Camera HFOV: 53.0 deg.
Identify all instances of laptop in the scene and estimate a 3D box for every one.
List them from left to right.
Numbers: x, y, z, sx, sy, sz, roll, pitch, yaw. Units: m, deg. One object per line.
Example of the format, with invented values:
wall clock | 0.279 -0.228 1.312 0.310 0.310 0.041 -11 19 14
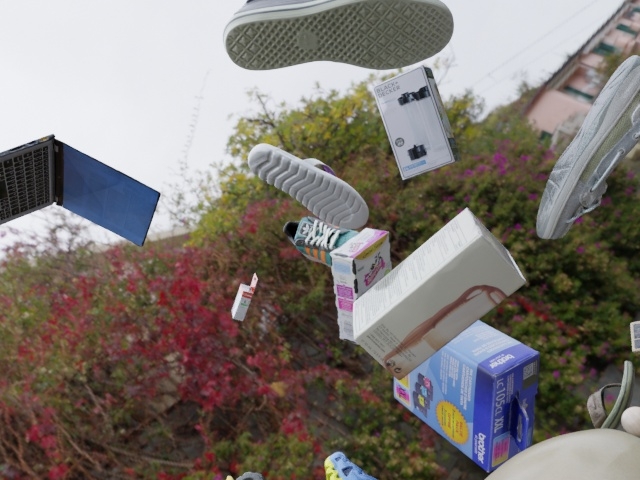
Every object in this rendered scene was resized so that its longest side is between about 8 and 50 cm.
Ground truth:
laptop | -0.655 -0.061 1.576 0.408 0.236 0.382 -28 -8 -29

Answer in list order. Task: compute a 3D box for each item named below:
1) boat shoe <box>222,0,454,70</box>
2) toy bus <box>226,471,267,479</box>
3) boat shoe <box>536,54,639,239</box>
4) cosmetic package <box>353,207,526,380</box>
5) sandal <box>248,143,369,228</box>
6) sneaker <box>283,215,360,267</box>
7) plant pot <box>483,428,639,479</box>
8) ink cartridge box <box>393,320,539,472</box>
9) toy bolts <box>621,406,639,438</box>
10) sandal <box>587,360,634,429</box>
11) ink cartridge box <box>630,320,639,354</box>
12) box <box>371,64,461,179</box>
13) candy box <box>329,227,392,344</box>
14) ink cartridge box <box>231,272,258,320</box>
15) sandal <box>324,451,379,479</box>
boat shoe | 0.038 -0.476 1.409 0.186 0.501 0.156 83 -175 -45
toy bus | -0.087 0.523 1.069 0.211 0.220 0.149 -62 -32 -36
boat shoe | 0.459 -0.133 1.044 0.320 0.103 0.118 -64 -4 16
cosmetic package | 0.208 0.098 1.184 0.296 0.129 0.153 -42 14 18
sandal | -0.019 -0.184 1.957 0.169 0.416 0.102 -43 20 47
sneaker | 0.000 0.000 1.687 0.121 0.302 0.108 35 -106 -27
plant pot | 0.355 0.353 0.808 0.191 0.284 0.284 -40 -32 -29
ink cartridge box | 0.347 0.333 1.486 0.151 0.395 0.269 -18 -63 -30
toy bolts | 0.723 0.371 1.269 0.218 0.158 0.228 -60 20 -20
sandal | 0.670 0.418 1.530 0.302 0.086 0.120 -60 -32 -7
ink cartridge box | 0.961 0.263 1.664 0.235 0.193 0.088 18 -113 -27
box | 0.277 -0.338 1.855 0.087 0.169 0.289 -18 -89 -62
candy box | 0.105 0.108 1.531 0.159 0.071 0.233 -34 -55 -45
ink cartridge box | -0.192 0.139 1.621 0.063 0.029 0.115 -135 65 -72
sandal | 0.128 0.528 1.244 0.138 0.317 0.126 -31 -41 -22
